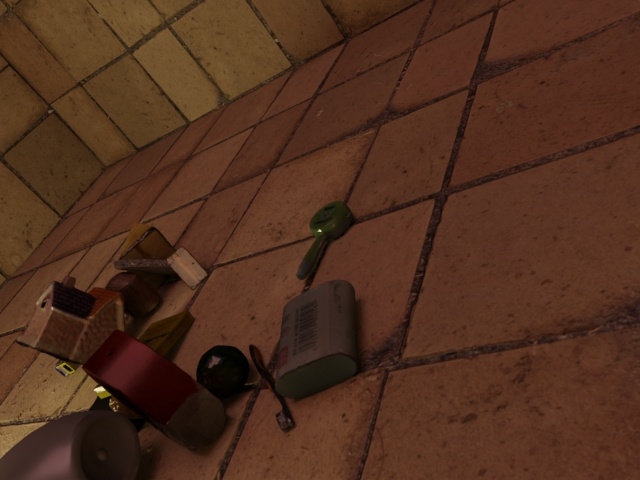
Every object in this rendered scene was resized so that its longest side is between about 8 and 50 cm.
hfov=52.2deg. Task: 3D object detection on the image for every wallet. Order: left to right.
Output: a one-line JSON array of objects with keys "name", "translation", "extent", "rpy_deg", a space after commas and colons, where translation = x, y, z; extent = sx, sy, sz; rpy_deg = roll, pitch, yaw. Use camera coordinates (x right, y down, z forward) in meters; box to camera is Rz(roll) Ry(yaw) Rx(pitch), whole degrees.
[{"name": "wallet", "translation": [-0.500, 0.419, 1.622], "extent": [0.250, 0.044, 0.149], "rpy_deg": [-16, 38, 38]}]

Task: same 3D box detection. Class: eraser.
[{"name": "eraser", "translation": [-0.006, 0.193, 1.311], "extent": [0.174, 0.081, 0.227], "rpy_deg": [-25, 28, 17]}]

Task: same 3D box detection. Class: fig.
[{"name": "fig", "translation": [-0.214, 0.272, 1.438], "extent": [0.117, 0.117, 0.177], "rpy_deg": [-36, 16, 5]}]

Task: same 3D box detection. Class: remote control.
[{"name": "remote control", "translation": [-0.530, 0.086, 2.045], "extent": [0.073, 0.229, 0.044], "rpy_deg": [31, 114, 51]}]

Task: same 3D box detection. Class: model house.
[{"name": "model house", "translation": [-0.715, 0.230, 1.899], "extent": [0.202, 0.237, 0.237], "rpy_deg": [2, 67, 53]}]

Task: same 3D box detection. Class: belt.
[{"name": "belt", "translation": [-0.345, 0.313, 1.358], "extent": [0.324, 0.227, 0.115], "rpy_deg": [25, 64, 24]}]

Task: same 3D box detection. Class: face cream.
[{"name": "face cream", "translation": [-0.557, 0.503, 1.339], "extent": [0.357, 0.219, 0.312], "rpy_deg": [-33, 10, 19]}]

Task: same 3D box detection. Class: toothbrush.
[{"name": "toothbrush", "translation": [-0.107, 0.291, 1.348], "extent": [0.031, 0.023, 0.321], "rpy_deg": [-36, 26, -2]}]

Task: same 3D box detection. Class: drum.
[{"name": "drum", "translation": [0.017, -0.007, 1.633], "extent": [0.130, 0.049, 0.253], "rpy_deg": [-24, 30, 28]}]

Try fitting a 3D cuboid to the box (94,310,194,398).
[{"name": "box", "translation": [-0.459, 0.294, 1.718], "extent": [0.153, 0.041, 0.279], "rpy_deg": [-21, 21, 31]}]

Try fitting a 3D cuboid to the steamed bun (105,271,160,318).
[{"name": "steamed bun", "translation": [-0.591, 0.169, 2.019], "extent": [0.175, 0.145, 0.106], "rpy_deg": [-10, 40, 52]}]

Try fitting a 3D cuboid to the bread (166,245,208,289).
[{"name": "bread", "translation": [-0.406, 0.083, 1.989], "extent": [0.074, 0.084, 0.139], "rpy_deg": [-42, 27, -9]}]

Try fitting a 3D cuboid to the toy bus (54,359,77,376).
[{"name": "toy bus", "translation": [-0.786, 0.370, 2.051], "extent": [0.058, 0.052, 0.102], "rpy_deg": [-27, 30, 20]}]

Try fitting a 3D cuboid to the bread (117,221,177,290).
[{"name": "bread", "translation": [-0.594, 0.053, 2.195], "extent": [0.163, 0.167, 0.264], "rpy_deg": [-47, 24, -16]}]

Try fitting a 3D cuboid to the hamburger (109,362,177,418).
[{"name": "hamburger", "translation": [-0.391, 0.359, 1.505], "extent": [0.176, 0.087, 0.102], "rpy_deg": [-28, 45, -23]}]
